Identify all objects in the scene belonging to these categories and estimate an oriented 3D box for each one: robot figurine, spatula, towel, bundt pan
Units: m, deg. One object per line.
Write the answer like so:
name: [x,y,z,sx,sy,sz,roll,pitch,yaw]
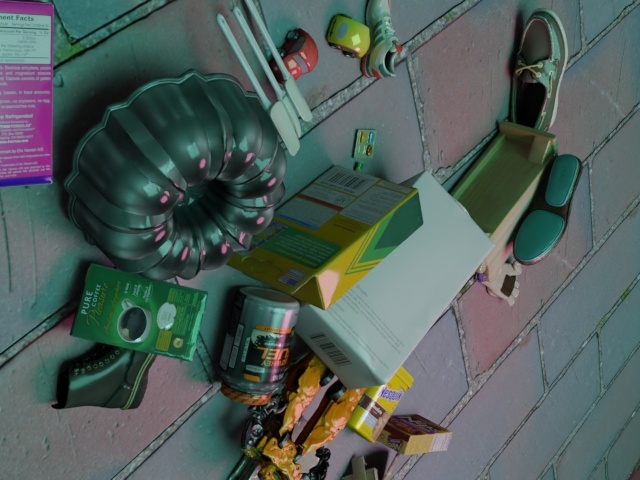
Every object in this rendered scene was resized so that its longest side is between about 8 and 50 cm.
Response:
robot figurine: [-0.037,0.339,1.597,0.211,0.085,0.291,51,56,-17]
spatula: [-0.081,-0.264,1.310,0.242,0.019,0.168,62,28,-24]
towel: [-0.098,0.478,1.674,0.282,0.049,0.187,-56,139,-18]
bundt pan: [-0.186,-0.069,1.198,0.331,0.124,0.330,-25,143,-20]

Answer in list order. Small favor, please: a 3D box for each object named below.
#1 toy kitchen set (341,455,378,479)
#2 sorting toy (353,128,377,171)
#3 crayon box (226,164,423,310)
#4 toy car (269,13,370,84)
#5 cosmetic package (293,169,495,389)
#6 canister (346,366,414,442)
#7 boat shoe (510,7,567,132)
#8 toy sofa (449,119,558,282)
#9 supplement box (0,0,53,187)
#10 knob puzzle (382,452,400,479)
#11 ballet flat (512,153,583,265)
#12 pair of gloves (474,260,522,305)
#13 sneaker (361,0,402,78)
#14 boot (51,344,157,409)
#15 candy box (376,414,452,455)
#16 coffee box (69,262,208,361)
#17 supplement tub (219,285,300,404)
toy kitchen set: [0.099,0.536,1.908,0.075,0.083,0.068,45,30,-48]
sorting toy: [0.087,-0.174,1.638,0.062,0.012,0.083,-7,110,-47]
crayon box: [0.000,0.000,1.465,0.323,0.203,0.083,-38,131,-31]
toy car: [0.008,-0.395,1.426,0.239,0.053,0.224,-28,125,-39]
cosmetic package: [0.133,0.072,1.615,0.217,0.156,0.385,48,63,-8]
canister: [0.121,0.347,1.846,0.170,0.073,0.126,-56,138,-13]
boat shoe: [0.498,-0.378,1.941,0.091,0.109,0.304,-36,134,-40]
toy sofa: [0.396,-0.088,1.915,0.362,0.150,0.177,-49,141,-23]
supplement box: [-0.397,-0.182,1.014,0.114,0.111,0.220,-9,112,-45]
knob puzzle: [0.148,0.575,1.940,0.213,0.030,0.213,-58,167,-21]
ballet flat: [0.519,-0.059,1.886,0.280,0.095,0.096,-62,156,-8]
pair of gloves: [0.495,0.034,2.161,0.204,0.042,0.240,38,75,-48]
sneaker: [0.123,-0.376,1.545,0.057,0.075,0.161,-11,114,-46]
boot: [-0.324,0.170,1.278,0.137,0.077,0.197,5,100,-43]
candy box: [0.212,0.452,1.963,0.187,0.109,0.053,13,95,-51]
coffee box: [-0.269,0.108,1.254,0.184,0.040,0.113,14,82,-19]
supplement tub: [-0.112,0.185,1.483,0.117,0.117,0.190,4,102,-49]
